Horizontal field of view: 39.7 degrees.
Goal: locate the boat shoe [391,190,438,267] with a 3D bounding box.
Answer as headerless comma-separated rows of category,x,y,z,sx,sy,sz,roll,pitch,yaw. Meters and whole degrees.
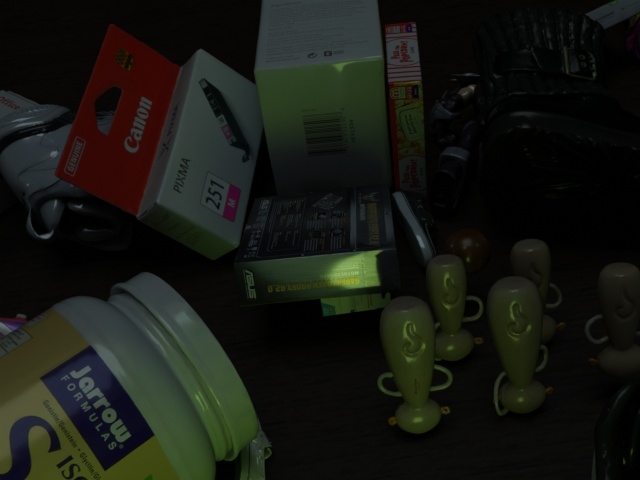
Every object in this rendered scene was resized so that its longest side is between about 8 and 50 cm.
boat shoe,0.127,-0.021,1.138,0.040,0.049,0.142,-13,40,-5

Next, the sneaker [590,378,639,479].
sneaker,0.342,0.162,0.741,0.169,0.257,0.447,19,49,28

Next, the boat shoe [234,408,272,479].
boat shoe,-0.069,0.218,0.928,0.035,0.035,0.100,15,36,-14

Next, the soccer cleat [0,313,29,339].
soccer cleat,-0.337,0.140,1.027,0.248,0.083,0.095,-2,47,4

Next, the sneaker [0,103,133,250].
sneaker,-0.262,-0.105,1.245,0.365,0.137,0.210,-16,54,-24

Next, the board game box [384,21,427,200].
board game box,0.116,-0.171,1.195,0.045,0.193,0.147,-4,42,6

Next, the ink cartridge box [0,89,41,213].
ink cartridge box,-0.499,-0.121,1.329,0.154,0.093,0.212,25,55,32

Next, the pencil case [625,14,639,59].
pencil case,0.532,-0.378,1.419,0.104,0.104,0.236,2,42,12

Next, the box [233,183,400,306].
box,0.000,0.000,1.077,0.183,0.056,0.231,-5,22,3

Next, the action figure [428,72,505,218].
action figure,0.232,-0.150,1.229,0.185,0.099,0.285,4,39,25

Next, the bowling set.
bowling set,0.199,0.084,0.967,0.287,0.154,0.200,-8,24,4

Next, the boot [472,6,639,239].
boot,0.355,-0.155,1.107,0.348,0.131,0.260,19,45,-9

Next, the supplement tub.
supplement tub,-0.248,0.201,0.820,0.331,0.241,0.241,-35,48,-24

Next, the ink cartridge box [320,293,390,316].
ink cartridge box,0.040,0.060,1.064,0.083,0.048,0.028,-8,41,0

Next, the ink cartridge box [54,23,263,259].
ink cartridge box,-0.195,-0.145,1.172,0.060,0.239,0.275,-29,42,42

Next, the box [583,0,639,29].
box,0.378,-0.315,1.362,0.186,0.038,0.145,-26,6,-19

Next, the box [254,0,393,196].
box,0.010,-0.258,1.295,0.168,0.215,0.345,-5,43,5
